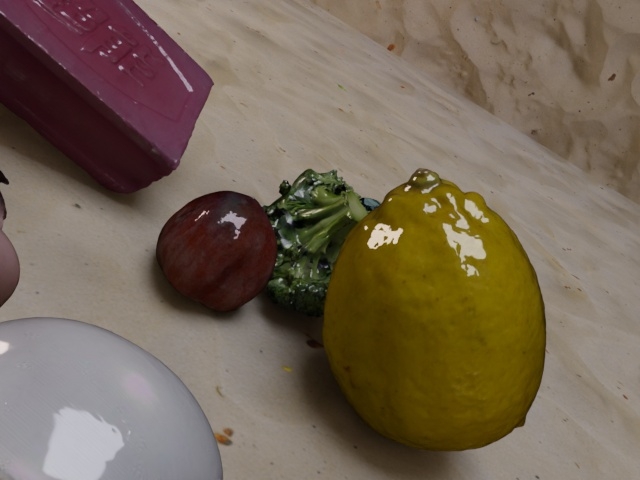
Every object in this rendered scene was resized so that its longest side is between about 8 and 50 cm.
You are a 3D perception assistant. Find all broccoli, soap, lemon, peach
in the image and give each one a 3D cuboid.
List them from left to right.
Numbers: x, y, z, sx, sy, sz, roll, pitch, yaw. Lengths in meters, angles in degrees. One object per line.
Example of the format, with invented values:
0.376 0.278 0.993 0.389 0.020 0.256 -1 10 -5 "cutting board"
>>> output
-0.330 -0.248 0.951 0.359 0.128 0.232 42 37 -28 "soap"
-0.123 0.006 0.892 0.152 0.152 0.152 27 27 -15 "peach"
-0.002 0.003 1.005 0.198 0.176 0.226 39 12 4 "broccoli"
0.132 0.097 0.854 0.316 0.285 0.285 49 23 -14 "lemon"

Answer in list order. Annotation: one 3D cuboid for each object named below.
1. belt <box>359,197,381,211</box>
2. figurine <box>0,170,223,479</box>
0.096 -0.027 1.290 0.105 0.058 0.140 36 26 -3 "belt"
-0.217 0.120 0.476 0.361 0.211 0.253 46 3 18 "figurine"
